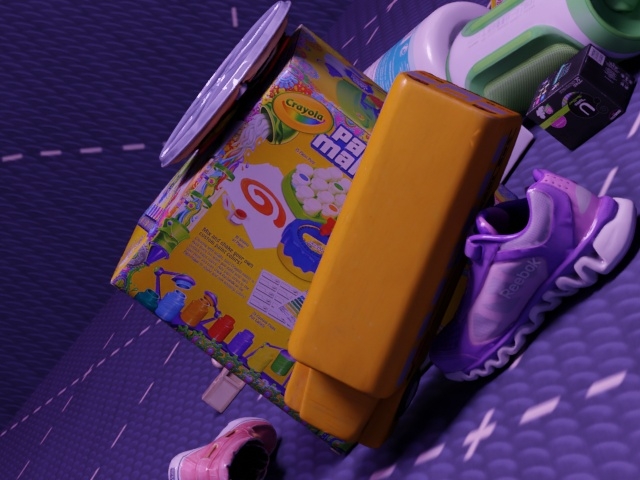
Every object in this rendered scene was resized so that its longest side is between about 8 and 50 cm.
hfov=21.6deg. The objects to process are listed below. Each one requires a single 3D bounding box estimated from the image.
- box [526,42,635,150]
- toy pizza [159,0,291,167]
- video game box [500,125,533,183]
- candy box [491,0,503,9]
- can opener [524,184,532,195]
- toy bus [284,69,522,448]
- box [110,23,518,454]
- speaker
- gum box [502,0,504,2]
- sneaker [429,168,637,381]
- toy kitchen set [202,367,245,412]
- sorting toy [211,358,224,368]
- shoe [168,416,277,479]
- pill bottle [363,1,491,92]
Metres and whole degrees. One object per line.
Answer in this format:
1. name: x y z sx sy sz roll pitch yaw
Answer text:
1. box: 0.255 -0.140 1.641 0.083 0.062 0.052 -40 18 48
2. toy pizza: -0.084 -0.145 1.605 0.201 0.032 0.201 -50 11 13
3. video game box: 0.133 -0.040 1.863 0.205 0.048 0.187 -54 13 -10
4. candy box: 0.245 -0.340 2.235 0.206 0.027 0.105 -73 -18 -61
5. can opener: 0.201 -0.028 1.533 0.059 0.073 0.186 -57 1 10
6. toy bus: 0.064 0.023 1.470 0.332 0.108 0.130 -68 -13 14
7. box: 0.002 -0.002 1.648 0.279 0.290 0.177 -48 11 19
8. speaker: 0.243 -0.215 1.755 0.131 0.131 0.296 -57 12 -22
9. gum box: 0.288 -0.328 2.085 0.107 0.062 0.188 -44 13 36
10. sneaker: 0.158 0.024 1.420 0.236 0.104 0.095 -48 14 35
11. toy kitchen set: -0.137 0.171 2.242 0.075 0.068 0.083 -51 11 7
12. sorting toy: -0.071 0.076 2.350 0.208 0.038 0.193 -35 21 57
13. shoe: -0.080 0.233 1.802 0.081 0.063 0.178 -8 6 34
14. pill bottle: 0.127 -0.175 2.051 0.264 0.146 0.146 -36 20 56
